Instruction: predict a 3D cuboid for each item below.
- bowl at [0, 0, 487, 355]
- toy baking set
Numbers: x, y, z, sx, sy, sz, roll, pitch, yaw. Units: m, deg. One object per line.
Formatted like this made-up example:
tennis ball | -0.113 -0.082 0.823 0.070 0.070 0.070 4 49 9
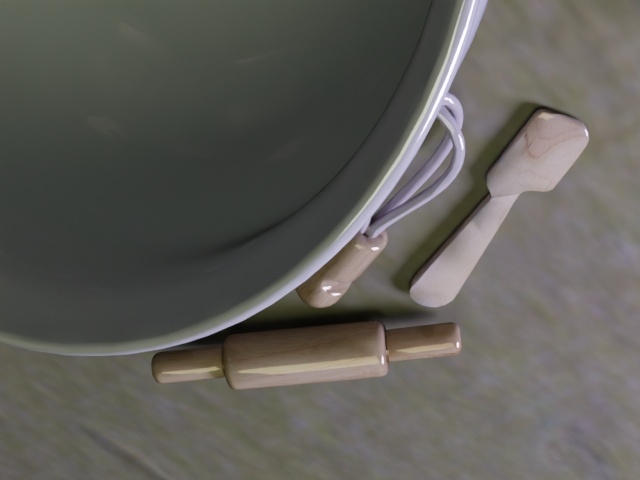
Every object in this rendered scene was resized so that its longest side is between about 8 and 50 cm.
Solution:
bowl | -0.056 -0.122 0.525 0.298 0.134 0.298 6 103 27
toy baking set | -0.001 0.005 0.784 0.256 0.030 0.197 -3 138 4
